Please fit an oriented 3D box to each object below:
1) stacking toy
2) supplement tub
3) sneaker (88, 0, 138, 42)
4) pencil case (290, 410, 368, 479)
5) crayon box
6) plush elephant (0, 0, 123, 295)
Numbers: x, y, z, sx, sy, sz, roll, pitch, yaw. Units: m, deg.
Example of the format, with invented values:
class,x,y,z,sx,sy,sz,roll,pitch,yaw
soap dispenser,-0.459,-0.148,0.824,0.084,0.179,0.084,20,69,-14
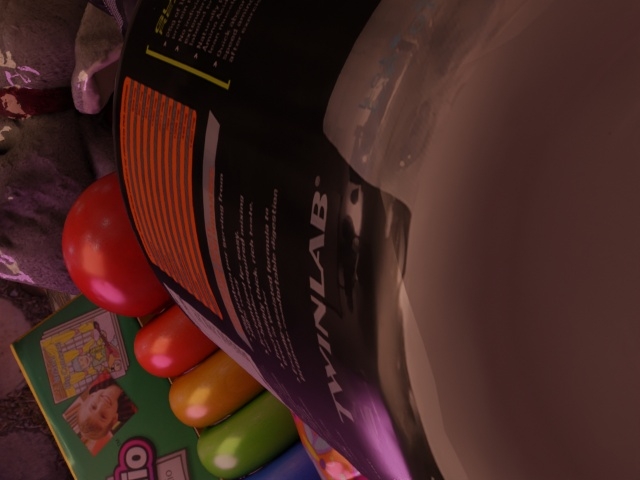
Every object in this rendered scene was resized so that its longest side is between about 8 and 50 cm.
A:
class,x,y,z,sx,sy,sz,roll,pitch,yaw
stacking toy,-0.034,0.096,1.197,0.330,0.141,0.141,52,168,-3
supplement tub,0.055,-0.027,0.622,0.207,0.207,0.338,70,167,-18
sneaker,-0.086,-0.125,1.267,0.153,0.101,0.268,-146,39,-68
pencil case,0.000,0.000,1.115,0.284,0.124,0.124,63,167,12
crayon box,-0.034,0.218,1.400,0.363,0.106,0.313,60,-168,22
plush elephant,-0.198,-0.094,1.499,0.272,0.255,0.330,13,178,26
